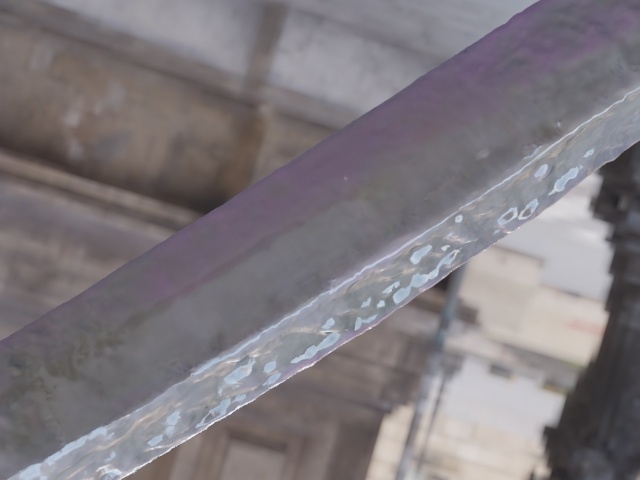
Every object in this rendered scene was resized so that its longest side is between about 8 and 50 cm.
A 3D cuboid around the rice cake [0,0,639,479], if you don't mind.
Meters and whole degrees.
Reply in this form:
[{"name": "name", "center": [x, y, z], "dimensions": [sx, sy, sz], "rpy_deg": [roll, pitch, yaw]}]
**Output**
[{"name": "rice cake", "center": [0.000, 0.000, 0.840], "dimensions": [0.070, 0.399, 0.064], "rpy_deg": [54, 172, 29]}]
